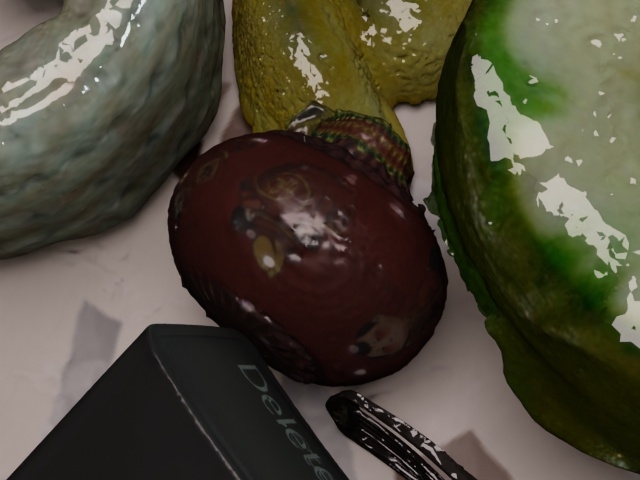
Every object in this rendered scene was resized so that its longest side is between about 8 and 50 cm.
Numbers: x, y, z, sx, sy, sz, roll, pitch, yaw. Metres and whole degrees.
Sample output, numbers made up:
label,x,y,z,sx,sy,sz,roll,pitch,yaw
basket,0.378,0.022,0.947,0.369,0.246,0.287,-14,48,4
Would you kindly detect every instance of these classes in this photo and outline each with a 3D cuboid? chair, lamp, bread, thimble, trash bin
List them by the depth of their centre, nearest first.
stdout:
label,x,y,z,sx,sy,sz,roll,pitch,yaw
trash bin,-0.091,0.176,0.945,0.225,0.115,0.165,-44,72,16
bread,0.242,-0.052,0.986,0.366,0.129,0.382,28,62,-1
chair,0.065,0.174,0.988,0.212,0.084,0.101,32,70,14
lamp,-0.001,-0.002,1.017,0.157,0.156,0.135,36,77,16
thimble,-0.199,-0.138,1.064,0.291,0.195,0.291,-1,70,3
bread,0.025,-0.113,1.111,0.149,0.065,0.188,-6,67,-4
